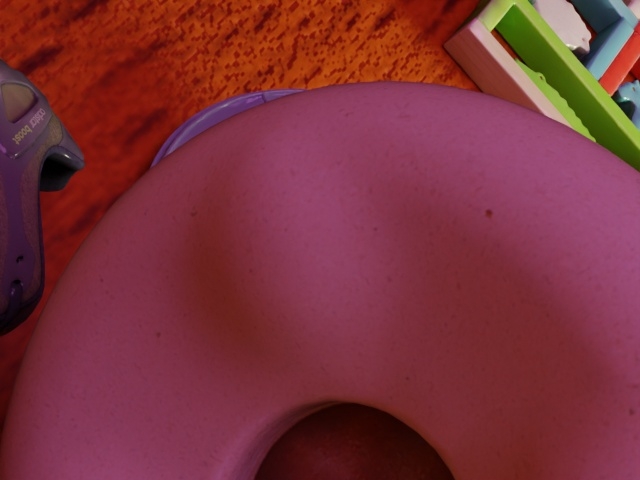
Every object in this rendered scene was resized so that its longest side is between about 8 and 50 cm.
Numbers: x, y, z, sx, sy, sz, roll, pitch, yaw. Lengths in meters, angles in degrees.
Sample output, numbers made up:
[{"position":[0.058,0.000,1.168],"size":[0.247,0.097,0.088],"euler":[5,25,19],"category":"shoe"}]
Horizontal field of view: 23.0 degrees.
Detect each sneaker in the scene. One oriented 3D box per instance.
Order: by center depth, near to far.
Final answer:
[{"position":[-0.188,0.021,0.690],"size":[0.121,0.111,0.300],"euler":[39,51,-22],"category":"sneaker"}]

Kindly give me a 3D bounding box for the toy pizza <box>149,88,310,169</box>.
[{"position":[0.000,0.000,0.862],"size":[0.201,0.032,0.201],"euler":[9,53,-12],"category":"toy pizza"}]

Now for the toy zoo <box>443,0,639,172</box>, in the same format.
[{"position":[0.221,-0.149,1.150],"size":[0.192,0.030,0.293],"euler":[48,48,-8],"category":"toy zoo"}]

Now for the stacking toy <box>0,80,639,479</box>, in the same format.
[{"position":[0.120,0.121,0.741],"size":[0.480,0.351,0.350],"euler":[3,65,-57],"category":"stacking toy"}]
